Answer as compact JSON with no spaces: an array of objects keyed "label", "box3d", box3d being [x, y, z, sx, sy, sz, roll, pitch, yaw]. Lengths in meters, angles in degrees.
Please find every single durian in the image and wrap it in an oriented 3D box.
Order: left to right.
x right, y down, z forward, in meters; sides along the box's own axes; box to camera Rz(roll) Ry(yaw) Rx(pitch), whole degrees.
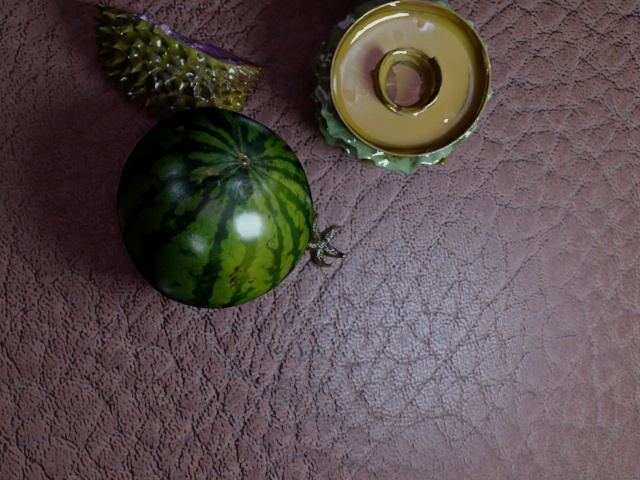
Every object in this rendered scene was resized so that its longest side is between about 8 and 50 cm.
[{"label":"durian","box3d":[-0.229,-0.268,1.489,0.260,0.186,0.154,18,77,3]}]

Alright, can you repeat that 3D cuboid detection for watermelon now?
[{"label":"watermelon","box3d":[-0.152,-0.043,1.423,0.285,0.285,0.285,1,87,-12]}]

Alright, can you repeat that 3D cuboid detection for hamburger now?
[{"label":"hamburger","box3d":[0.118,-0.236,1.524,0.274,0.212,0.274,0,91,-6]}]

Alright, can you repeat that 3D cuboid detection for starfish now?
[{"label":"starfish","box3d":[0.000,0.000,1.583,0.078,0.028,0.091,-12,87,-18]}]
